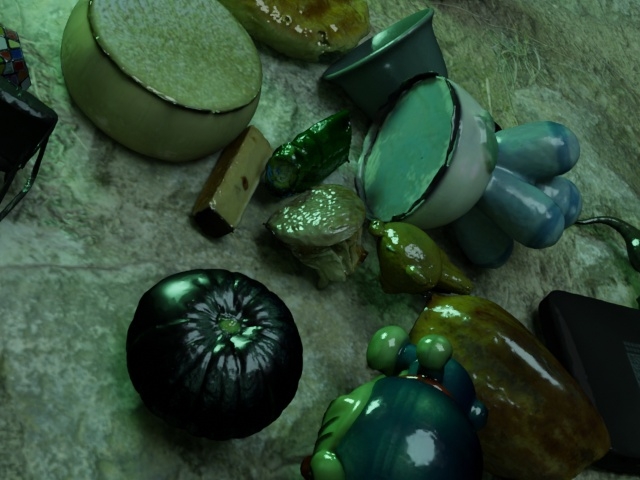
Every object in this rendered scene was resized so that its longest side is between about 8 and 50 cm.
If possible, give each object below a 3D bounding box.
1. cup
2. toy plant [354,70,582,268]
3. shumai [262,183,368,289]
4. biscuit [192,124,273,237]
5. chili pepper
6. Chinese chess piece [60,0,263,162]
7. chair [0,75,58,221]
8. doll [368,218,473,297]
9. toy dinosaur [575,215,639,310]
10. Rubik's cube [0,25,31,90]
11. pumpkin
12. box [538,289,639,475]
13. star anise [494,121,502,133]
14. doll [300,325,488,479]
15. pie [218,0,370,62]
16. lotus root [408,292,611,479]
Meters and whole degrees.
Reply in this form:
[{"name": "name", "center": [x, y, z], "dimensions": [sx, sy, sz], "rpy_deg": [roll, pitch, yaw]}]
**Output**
[{"name": "cup", "center": [0.125, -0.245, 1.694], "dimensions": [0.150, 0.199, 0.199], "rpy_deg": [57, 39, -13]}, {"name": "toy plant", "center": [0.248, -0.086, 1.606], "dimensions": [0.332, 0.247, 0.247], "rpy_deg": [20, 46, -27]}, {"name": "shumai", "center": [0.002, 0.001, 1.434], "dimensions": [0.145, 0.146, 0.116], "rpy_deg": [-54, 138, -49]}, {"name": "biscuit", "center": [-0.112, -0.077, 1.434], "dimensions": [0.056, 0.052, 0.188], "rpy_deg": [44, 40, -20]}, {"name": "chili pepper", "center": [-0.012, -0.118, 1.525], "dimensions": [0.061, 0.098, 0.224], "rpy_deg": [21, 28, 17]}, {"name": "Chinese chess piece", "center": [-0.205, -0.231, 1.438], "dimensions": [0.270, 0.112, 0.270], "rpy_deg": [23, 44, -24]}, {"name": "chair", "center": [-0.348, -0.126, 1.146], "dimensions": [0.140, 0.221, 0.145], "rpy_deg": [35, 42, -11]}, {"name": "doll", "center": [0.135, 0.043, 1.491], "dimensions": [0.137, 0.097, 0.209], "rpy_deg": [44, 8, 32]}, {"name": "toy dinosaur", "center": [0.535, 0.035, 1.853], "dimensions": [0.179, 0.087, 0.187], "rpy_deg": [21, 45, -27]}, {"name": "Rubik's cube", "center": [-0.391, -0.201, 1.271], "dimensions": [0.111, 0.093, 0.111], "rpy_deg": [24, 44, -25]}, {"name": "pumpkin", "center": [-0.116, 0.124, 1.199], "dimensions": [0.202, 0.140, 0.202], "rpy_deg": [11, 51, -14]}, {"name": "box", "center": [0.469, 0.220, 1.655], "dimensions": [0.290, 0.073, 0.289], "rpy_deg": [13, 49, -31]}, {"name": "star anise", "center": [0.209, -0.201, 1.802], "dimensions": [0.212, 0.053, 0.157], "rpy_deg": [40, 40, -9]}, {"name": "doll", "center": [0.092, 0.227, 1.209], "dimensions": [0.186, 0.198, 0.322], "rpy_deg": [14, 34, 15]}, {"name": "pie", "center": [-0.063, -0.420, 1.741], "dimensions": [0.339, 0.083, 0.339], "rpy_deg": [24, 44, -26]}, {"name": "lotus root", "center": [0.224, 0.195, 1.410], "dimensions": [0.291, 0.193, 0.193], "rpy_deg": [45, 40, -3]}]
